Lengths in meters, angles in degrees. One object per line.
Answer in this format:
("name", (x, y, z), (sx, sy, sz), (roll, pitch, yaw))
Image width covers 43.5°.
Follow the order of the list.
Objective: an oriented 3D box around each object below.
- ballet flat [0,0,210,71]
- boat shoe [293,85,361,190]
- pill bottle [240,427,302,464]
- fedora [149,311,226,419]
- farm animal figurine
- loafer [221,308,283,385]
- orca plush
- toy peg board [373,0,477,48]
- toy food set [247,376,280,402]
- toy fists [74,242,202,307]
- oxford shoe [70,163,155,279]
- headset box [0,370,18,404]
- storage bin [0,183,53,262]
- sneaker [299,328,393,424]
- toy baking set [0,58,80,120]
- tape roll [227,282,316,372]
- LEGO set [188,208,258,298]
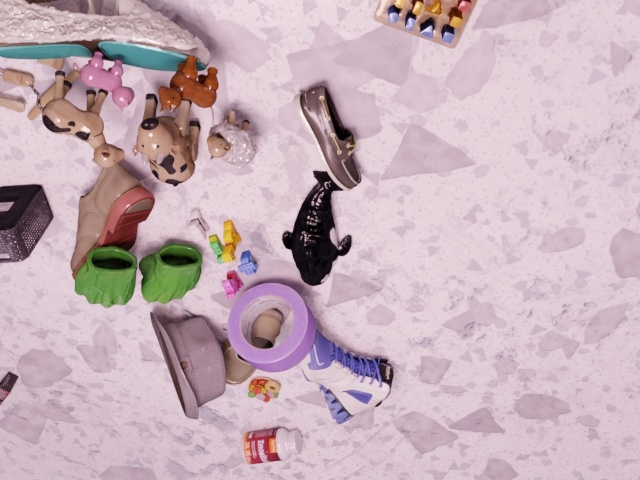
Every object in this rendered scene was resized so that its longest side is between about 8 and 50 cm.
("ballet flat", (-0.404, -0.392, 1.455), (0.409, 0.147, 0.147), (4, 127, -2))
("boat shoe", (0.029, -0.197, 1.577), (0.069, 0.081, 0.227), (-19, 119, 24))
("pill bottle", (-0.130, 0.548, 2.146), (0.152, 0.086, 0.086), (-12, 124, 14))
("fedora", (-0.302, 0.280, 1.907), (0.124, 0.275, 0.243), (-18, 162, -17))
("farm animal figurine", (-0.323, -0.199, 1.502), (0.330, 0.172, 0.327), (-4, 156, 20))
("loafer", (-0.181, 0.270, 1.942), (0.102, 0.092, 0.268), (25, 125, -12))
("orca plush", (0.000, 0.000, 1.713), (0.151, 0.102, 0.287), (20, 126, -8))
("toy peg board", (0.193, -0.420, 1.395), (0.161, 0.079, 0.160), (18, 126, -6))
("toy food set", (-0.147, 0.384, 2.067), (0.083, 0.020, 0.082), (15, 127, -5))
("toy fists", (-0.399, 0.078, 1.767), (0.279, 0.096, 0.142), (-3, 138, -31))
("oxford shoe", (-0.476, -0.040, 1.759), (0.130, 0.123, 0.348), (53, 129, 11))
("headset box", (-0.839, 0.393, 2.129), (0.032, 0.062, 0.083), (33, 124, -18))
("storage bin", (-0.666, -0.037, 1.716), (0.122, 0.180, 0.084), (-3, 127, 9))
("sneaker", (0.074, 0.310, 1.934), (0.182, 0.127, 0.315), (-18, 129, 14))
("toy baking set", (-0.601, -0.334, 1.587), (0.197, 0.030, 0.256), (42, 120, -19))
("tape roll", (-0.110, 0.197, 1.810), (0.189, 0.188, 0.080), (-7, 153, 12))
("LEGO set", (-0.207, 0.037, 1.771), (0.087, 0.093, 0.227), (-17, 123, 18))
